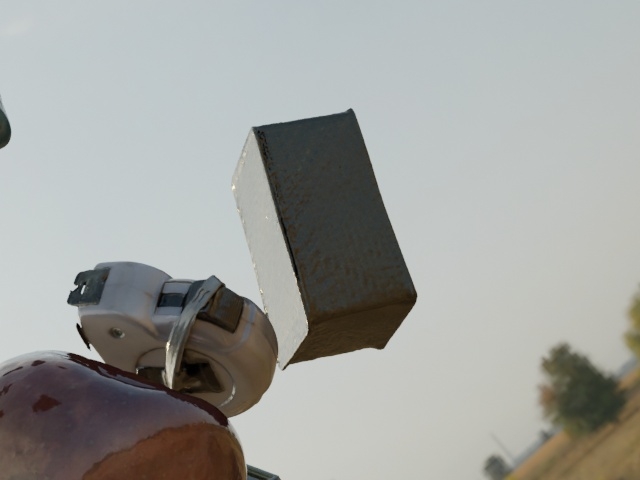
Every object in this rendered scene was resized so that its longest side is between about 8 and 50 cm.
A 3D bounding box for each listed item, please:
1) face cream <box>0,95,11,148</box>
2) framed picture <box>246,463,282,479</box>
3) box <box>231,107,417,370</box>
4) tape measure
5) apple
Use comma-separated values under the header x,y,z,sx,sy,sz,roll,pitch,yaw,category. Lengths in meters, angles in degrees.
x,y,z,sx,sy,sz,roll,pitch,yaw,category
-0.453,-0.226,1.783,0.067,0.285,0.139,-30,-41,1,face cream
-0.220,0.329,1.876,0.289,0.211,0.020,-15,-68,-51,framed picture
-0.002,0.000,1.763,0.143,0.273,0.184,-11,-20,-17,box
-0.148,0.122,1.615,0.236,0.197,0.120,67,-155,-43,tape measure
-0.229,0.241,1.408,0.306,0.306,0.235,42,-115,-78,apple
